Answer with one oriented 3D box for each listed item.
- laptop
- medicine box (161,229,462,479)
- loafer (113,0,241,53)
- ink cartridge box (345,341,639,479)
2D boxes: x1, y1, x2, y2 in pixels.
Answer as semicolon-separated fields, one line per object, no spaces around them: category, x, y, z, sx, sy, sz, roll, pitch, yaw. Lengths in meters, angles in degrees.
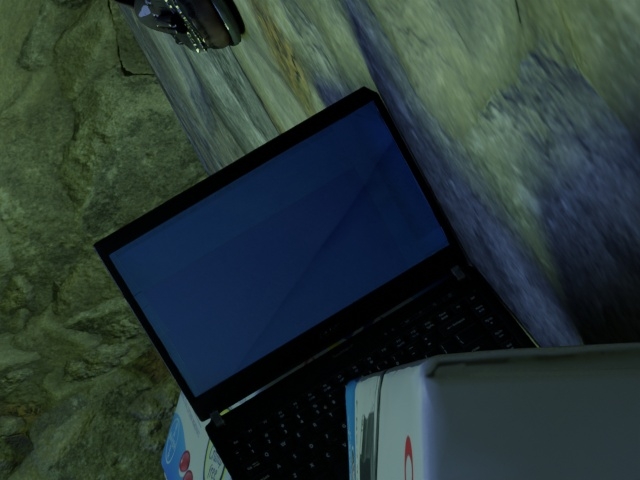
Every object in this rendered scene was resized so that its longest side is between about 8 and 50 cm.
laptop;0.014;0.066;0.926;0.264;0.234;0.136;55;174;39
medicine box;-0.015;0.118;1.142;0.149;0.289;0.263;14;-172;-16
loafer;-0.172;-0.264;1.512;0.109;0.095;0.302;62;174;-31
ink cartridge box;0.107;0.195;0.622;0.395;0.166;0.285;110;158;-82
